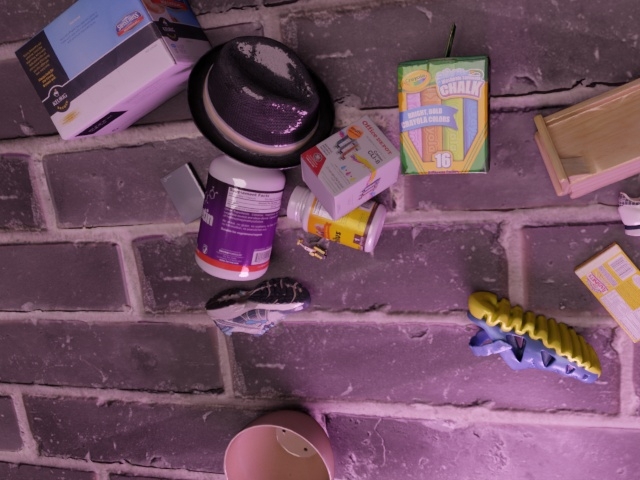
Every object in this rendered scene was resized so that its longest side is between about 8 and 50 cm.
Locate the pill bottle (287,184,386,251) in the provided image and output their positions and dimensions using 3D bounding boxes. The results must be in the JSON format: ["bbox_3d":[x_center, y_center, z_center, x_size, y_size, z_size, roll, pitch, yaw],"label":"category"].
[{"bbox_3d":[0.036,-0.058,1.404,0.214,0.117,0.117,19,110,11],"label":"pill bottle"}]

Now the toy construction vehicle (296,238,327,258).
[{"bbox_3d":[0.000,0.000,1.475,0.098,0.035,0.086,33,112,6],"label":"toy construction vehicle"}]

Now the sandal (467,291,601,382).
[{"bbox_3d":[0.465,0.236,1.364,0.317,0.126,0.138,26,115,17],"label":"sandal"}]

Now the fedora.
[{"bbox_3d":[-0.115,-0.316,1.279,0.333,0.152,0.334,4,73,-12],"label":"fedora"}]

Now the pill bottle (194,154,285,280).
[{"bbox_3d":[-0.186,-0.080,1.430,0.181,0.181,0.323,17,109,12],"label":"pill bottle"}]

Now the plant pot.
[{"bbox_3d":[-0.083,0.554,1.573,0.283,0.191,0.284,5,107,15],"label":"plant pot"}]

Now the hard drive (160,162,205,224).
[{"bbox_3d":[-0.340,-0.120,1.551,0.094,0.022,0.135,-26,96,22],"label":"hard drive"}]

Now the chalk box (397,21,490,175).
[{"bbox_3d":[0.256,-0.289,1.241,0.179,0.180,0.289,0,104,17],"label":"chalk box"}]

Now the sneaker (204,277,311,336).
[{"bbox_3d":[-0.148,0.179,1.550,0.282,0.110,0.122,-9,120,21],"label":"sneaker"}]

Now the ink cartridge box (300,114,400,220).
[{"bbox_3d":[0.066,-0.156,1.309,0.176,0.127,0.128,-33,71,-11],"label":"ink cartridge box"}]

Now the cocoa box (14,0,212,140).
[{"bbox_3d":[-0.459,-0.418,1.390,0.347,0.231,0.228,-26,96,22],"label":"cocoa box"}]

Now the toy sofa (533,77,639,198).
[{"bbox_3d":[0.618,-0.223,1.183,0.362,0.177,0.150,-22,73,21],"label":"toy sofa"}]

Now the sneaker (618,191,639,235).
[{"bbox_3d":[0.726,-0.078,1.211,0.235,0.090,0.095,-14,91,18],"label":"sneaker"}]

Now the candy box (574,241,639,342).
[{"bbox_3d":[0.660,0.113,1.312,0.105,0.027,0.206,-40,91,25],"label":"candy box"}]
